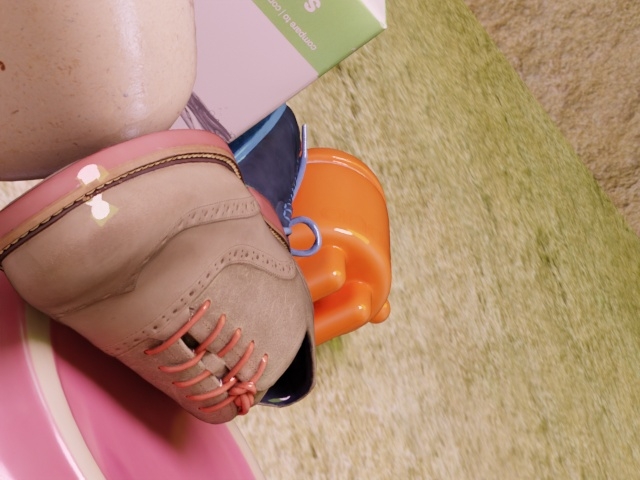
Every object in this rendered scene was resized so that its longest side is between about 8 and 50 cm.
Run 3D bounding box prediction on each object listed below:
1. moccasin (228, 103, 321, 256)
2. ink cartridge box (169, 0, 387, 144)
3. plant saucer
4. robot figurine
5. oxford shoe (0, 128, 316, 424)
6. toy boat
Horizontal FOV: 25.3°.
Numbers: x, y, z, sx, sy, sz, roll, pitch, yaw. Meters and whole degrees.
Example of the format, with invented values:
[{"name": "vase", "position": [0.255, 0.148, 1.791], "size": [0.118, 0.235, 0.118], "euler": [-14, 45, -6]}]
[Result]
[{"name": "moccasin", "position": [-0.086, 0.008, 1.106], "size": [0.117, 0.137, 0.342], "euler": [56, 34, -20]}, {"name": "ink cartridge box", "position": [-0.089, -0.164, 1.093], "size": [0.115, 0.273, 0.198], "euler": [46, 23, -24]}, {"name": "plant saucer", "position": [-0.114, 0.136, 0.802], "size": [0.332, 0.084, 0.332], "euler": [53, 11, -15]}, {"name": "robot figurine", "position": [0.001, 0.002, 1.283], "size": [0.158, 0.128, 0.219], "euler": [17, 34, -11]}, {"name": "oxford shoe", "position": [-0.066, 0.031, 0.784], "size": [0.130, 0.123, 0.348], "euler": [61, 12, 14]}, {"name": "toy boat", "position": [-0.225, -0.151, 0.722], "size": [0.148, 0.318, 0.267], "euler": [-81, 162, -53]}]
